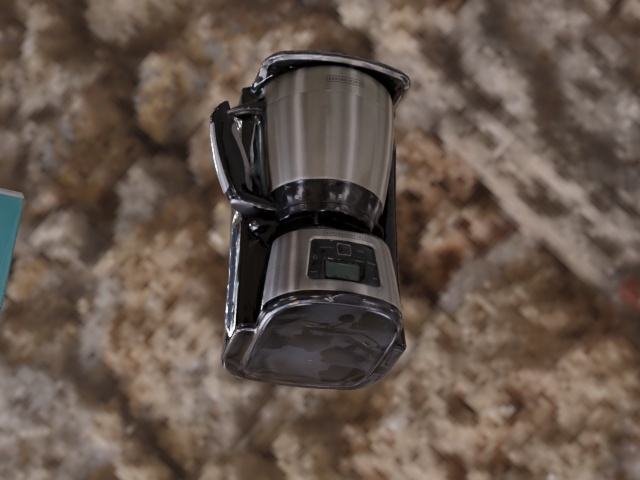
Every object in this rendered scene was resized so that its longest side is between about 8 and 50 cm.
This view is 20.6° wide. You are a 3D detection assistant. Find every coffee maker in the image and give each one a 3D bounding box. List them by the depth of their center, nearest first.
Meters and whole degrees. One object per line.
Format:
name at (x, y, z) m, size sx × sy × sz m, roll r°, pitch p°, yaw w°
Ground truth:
coffee maker at (0.000, 0.000, 1.086) m, size 0.171 × 0.120 × 0.178 m, roll 74°, pitch -164°, yaw -61°

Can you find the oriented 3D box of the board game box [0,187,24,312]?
board game box at (-0.329, -0.012, 1.103) m, size 0.254 × 0.079 × 0.336 m, roll 13°, pitch 176°, yaw -13°
